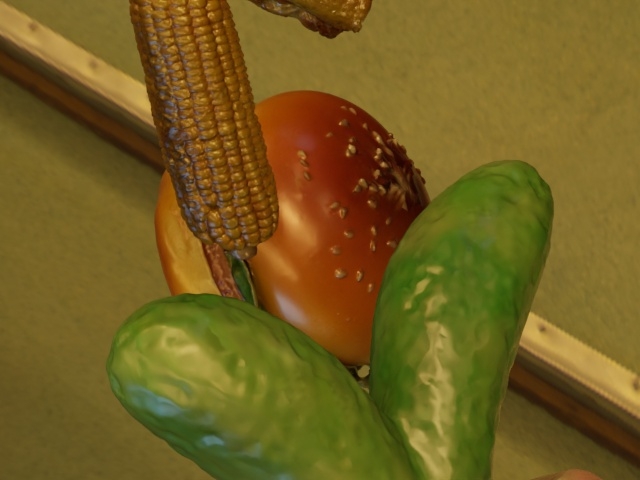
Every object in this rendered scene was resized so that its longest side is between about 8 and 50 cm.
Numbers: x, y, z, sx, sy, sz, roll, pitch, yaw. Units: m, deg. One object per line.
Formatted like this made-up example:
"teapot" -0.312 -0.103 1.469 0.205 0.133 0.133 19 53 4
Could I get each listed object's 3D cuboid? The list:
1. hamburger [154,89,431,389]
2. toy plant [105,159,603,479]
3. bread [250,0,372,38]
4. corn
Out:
"hamburger" 0.000 -0.001 1.042 0.170 0.246 0.246 -29 68 29
"toy plant" 0.072 0.158 0.747 0.317 0.210 0.356 -21 77 -36
"bread" -0.041 -0.236 1.019 0.172 0.103 0.132 20 73 -22
"corn" -0.074 -0.081 0.858 0.068 0.068 0.207 -8 115 13
